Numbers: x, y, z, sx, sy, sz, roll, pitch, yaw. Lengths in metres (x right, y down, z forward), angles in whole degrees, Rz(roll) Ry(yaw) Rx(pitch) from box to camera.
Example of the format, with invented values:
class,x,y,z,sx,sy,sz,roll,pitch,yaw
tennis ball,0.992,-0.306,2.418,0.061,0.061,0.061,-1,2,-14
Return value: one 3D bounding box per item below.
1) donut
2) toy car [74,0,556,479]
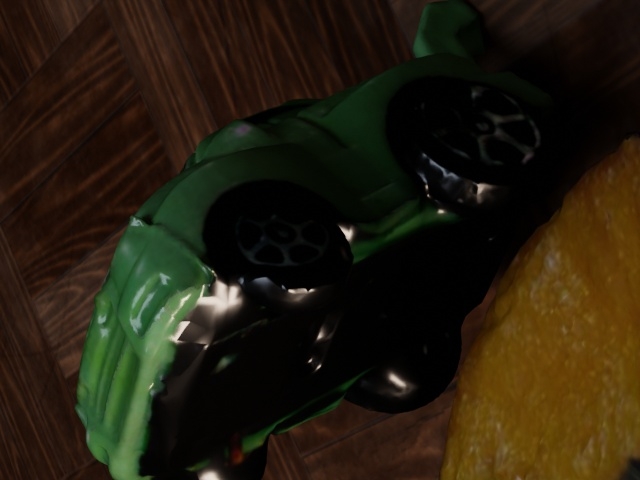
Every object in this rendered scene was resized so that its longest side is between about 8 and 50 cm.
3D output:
class,x,y,z,sx,sy,sz,roll,pitch,yaw
donut,0.229,0.153,0.872,0.378,0.163,0.435,120,147,-45
toy car,0.000,0.000,1.038,0.176,0.358,0.213,45,139,25
